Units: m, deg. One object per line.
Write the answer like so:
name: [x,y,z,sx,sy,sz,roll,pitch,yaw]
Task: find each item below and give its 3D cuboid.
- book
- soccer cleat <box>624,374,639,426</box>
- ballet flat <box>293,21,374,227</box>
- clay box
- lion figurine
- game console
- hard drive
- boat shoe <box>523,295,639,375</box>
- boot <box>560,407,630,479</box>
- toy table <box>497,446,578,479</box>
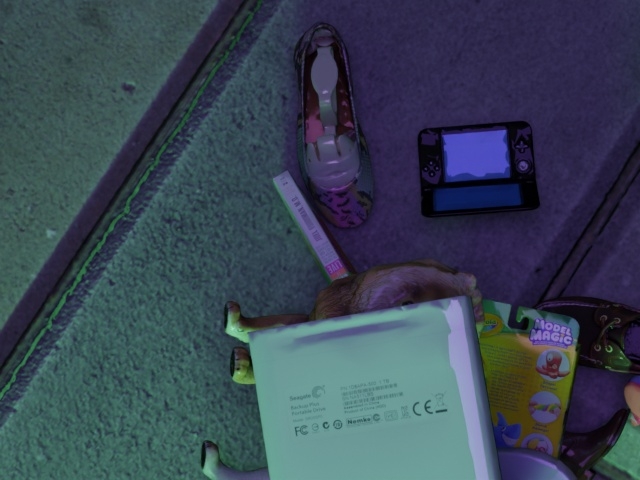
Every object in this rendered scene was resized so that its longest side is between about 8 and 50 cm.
book: [0.000,0.000,1.888,0.035,0.096,0.144,-30,79,0]
soccer cleat: [0.416,0.206,1.829,0.248,0.083,0.095,38,70,6]
ballet flat: [0.009,-0.124,1.916,0.077,0.079,0.221,-8,81,3]
clay box: [0.185,0.172,1.834,0.127,0.053,0.222,12,97,13]
lion figurine: [0.013,0.186,1.821,0.240,0.142,0.392,5,120,-13]
game console: [0.164,-0.075,1.898,0.122,0.071,0.107,-4,81,4]
hard drive: [0.060,0.224,1.660,0.210,0.040,0.318,-10,85,16]
boat shoe: [0.310,0.099,1.857,0.207,0.073,0.073,11,83,8]
boot: [0.246,0.188,1.868,0.114,0.037,0.106,34,87,14]
toy table: [0.124,0.322,1.756,0.252,0.161,0.274,40,106,8]
